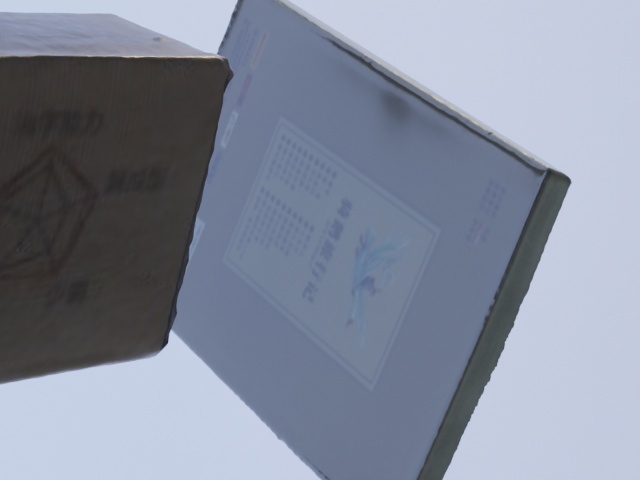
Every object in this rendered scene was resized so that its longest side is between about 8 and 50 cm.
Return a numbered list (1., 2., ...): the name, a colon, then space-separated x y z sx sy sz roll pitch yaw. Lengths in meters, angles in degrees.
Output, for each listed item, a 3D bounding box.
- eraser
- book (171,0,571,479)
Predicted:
1. eraser: -0.185 -0.011 0.644 0.343 0.078 0.144 -6 -65 -50
2. book: 0.000 0.000 0.991 0.021 0.310 0.217 11 -72 -38
